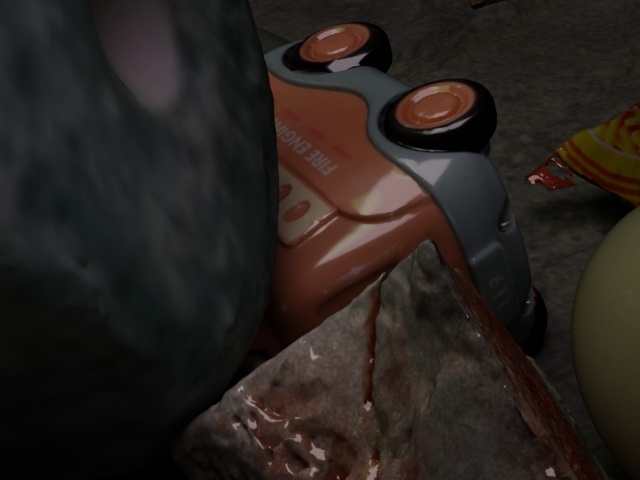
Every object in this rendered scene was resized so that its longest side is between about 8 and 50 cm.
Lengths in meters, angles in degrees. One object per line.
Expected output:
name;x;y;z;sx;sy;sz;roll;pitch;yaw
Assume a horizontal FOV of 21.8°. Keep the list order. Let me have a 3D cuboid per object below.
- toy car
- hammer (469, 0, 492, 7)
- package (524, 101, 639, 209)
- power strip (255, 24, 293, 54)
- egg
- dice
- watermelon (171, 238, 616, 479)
toy car;0.000;0.000;1.042;0.212;0.181;0.270;-29;35;-15
hammer;0.197;-0.238;1.558;0.122;0.014;0.029;-19;22;-11
package;0.310;-0.067;1.134;0.288;0.108;0.223;-22;30;-18
power strip;-0.033;-0.133;1.411;0.092;0.034;0.268;-24;33;-26
egg;0.226;0.059;0.853;0.186;0.186;0.241;-19;20;-17
dice;-0.238;-0.055;0.849;0.348;0.330;0.328;-14;58;22
watermelon;0.069;0.112;0.787;0.193;0.231;0.310;-40;35;30
